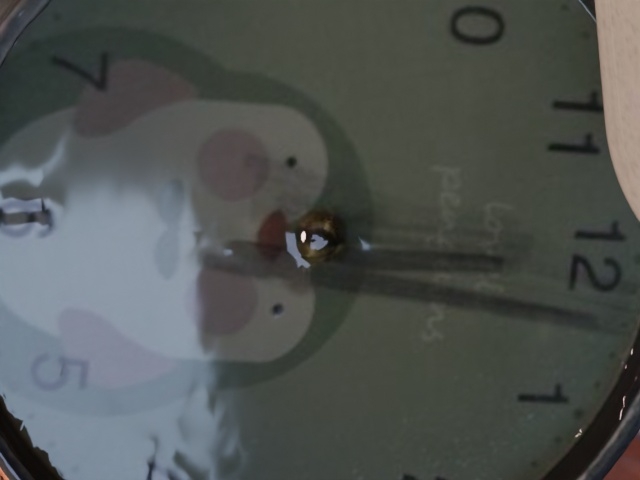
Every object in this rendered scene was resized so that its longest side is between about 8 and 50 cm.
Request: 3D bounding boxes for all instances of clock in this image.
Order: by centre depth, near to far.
[{"bbox_3d":[0.000,-0.001,0.647,0.319,0.066,0.319,-2,100,-10],"label":"clock"}]

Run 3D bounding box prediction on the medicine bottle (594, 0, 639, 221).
[{"bbox_3d":[0.175,-0.141,0.469,0.123,0.282,0.375,-19,116,-19],"label":"medicine bottle"}]
